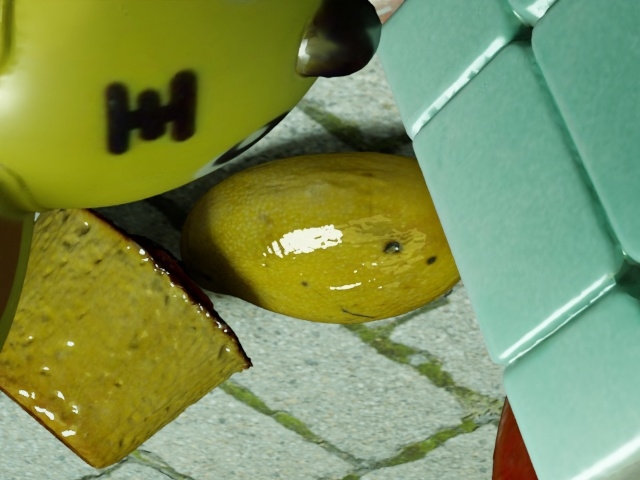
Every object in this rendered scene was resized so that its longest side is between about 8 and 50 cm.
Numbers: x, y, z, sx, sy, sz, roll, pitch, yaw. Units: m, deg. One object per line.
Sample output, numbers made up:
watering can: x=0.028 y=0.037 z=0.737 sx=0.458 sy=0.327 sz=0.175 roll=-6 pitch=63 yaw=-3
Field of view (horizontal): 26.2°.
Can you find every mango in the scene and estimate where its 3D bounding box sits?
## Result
mango: x=0.001 y=0.004 z=1.074 sx=0.262 sy=0.109 sz=0.157 roll=-12 pitch=142 yaw=23

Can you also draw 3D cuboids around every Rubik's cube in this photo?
Rubik's cube: x=0.272 y=-0.062 z=0.734 sx=0.318 sy=0.322 sz=0.316 roll=7 pitch=141 yaw=-38

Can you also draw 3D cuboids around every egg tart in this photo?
egg tart: x=-0.172 y=0.076 z=1.095 sx=0.215 sy=0.171 sz=0.215 roll=37 pitch=166 yaw=11

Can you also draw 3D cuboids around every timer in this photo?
timer: x=-0.137 y=-0.148 z=0.692 sx=0.376 sy=0.387 sz=0.376 roll=5 pitch=141 yaw=4

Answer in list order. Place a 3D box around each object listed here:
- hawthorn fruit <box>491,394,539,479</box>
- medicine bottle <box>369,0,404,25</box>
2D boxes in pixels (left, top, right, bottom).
hawthorn fruit: x=0.268 y=0.190 z=1.141 sx=0.295 sy=0.295 sz=0.311 roll=-30 pitch=171 yaw=35
medicine bottle: x=-0.066 y=-0.137 z=0.919 sx=0.426 sy=0.108 sz=0.108 roll=-19 pitch=135 yaw=24
